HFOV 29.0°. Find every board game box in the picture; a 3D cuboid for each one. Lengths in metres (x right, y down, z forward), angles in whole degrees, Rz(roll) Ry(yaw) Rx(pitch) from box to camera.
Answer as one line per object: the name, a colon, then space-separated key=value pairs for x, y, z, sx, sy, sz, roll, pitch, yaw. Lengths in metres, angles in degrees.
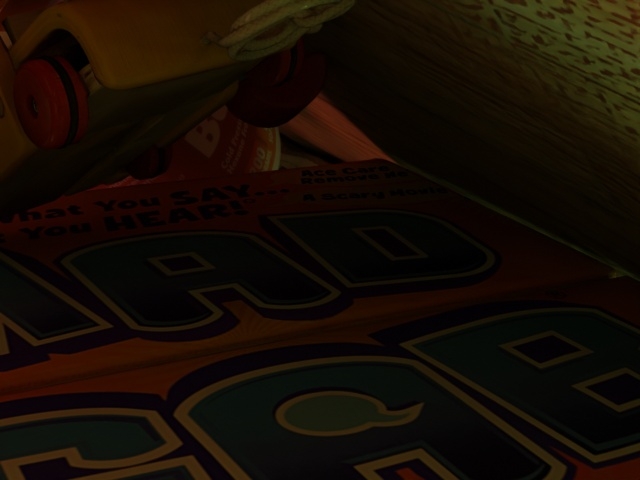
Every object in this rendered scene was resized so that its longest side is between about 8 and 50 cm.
board game box: x=-0.038 y=0.200 z=0.473 sx=0.356 sy=0.356 sz=0.356 roll=-8 pitch=-156 yaw=-31

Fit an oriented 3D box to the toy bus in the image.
toy bus: x=-0.089 y=-0.075 z=0.430 sx=0.191 sy=0.202 sz=0.104 roll=-5 pitch=-110 yaw=-83

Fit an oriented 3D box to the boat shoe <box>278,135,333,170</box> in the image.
boat shoe: x=-0.017 y=-0.011 z=0.867 sx=0.103 sy=0.092 sz=0.285 roll=37 pitch=177 yaw=-39

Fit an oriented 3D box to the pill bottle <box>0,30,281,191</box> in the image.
pill bottle: x=-0.117 y=-0.076 z=0.640 sx=0.121 sy=0.121 sz=0.216 roll=34 pitch=178 yaw=30
